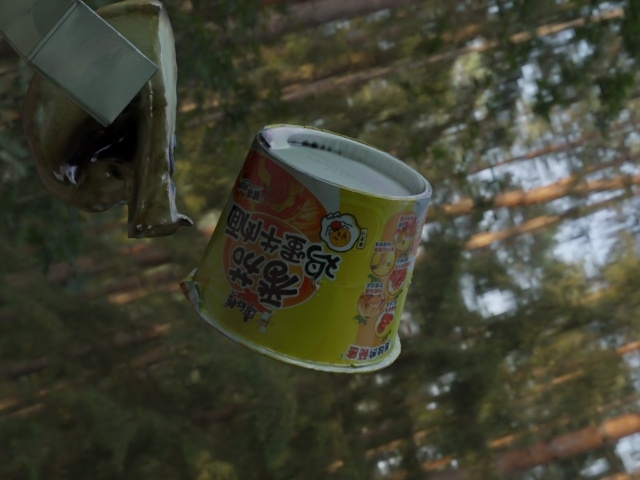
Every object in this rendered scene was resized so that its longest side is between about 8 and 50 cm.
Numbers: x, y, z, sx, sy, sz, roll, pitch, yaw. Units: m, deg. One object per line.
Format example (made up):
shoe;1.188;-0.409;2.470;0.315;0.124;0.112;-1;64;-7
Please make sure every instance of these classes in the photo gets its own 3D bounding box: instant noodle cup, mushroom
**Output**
instant noodle cup;0.000;0.000;1.363;0.264;0.264;0.200;-124;-130;-60
mushroom;-0.265;-0.139;1.575;0.217;0.212;0.292;178;-102;-81

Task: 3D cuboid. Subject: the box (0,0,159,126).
box;-0.289;-0.231;1.319;0.129;0.086;0.225;40;2;-46
